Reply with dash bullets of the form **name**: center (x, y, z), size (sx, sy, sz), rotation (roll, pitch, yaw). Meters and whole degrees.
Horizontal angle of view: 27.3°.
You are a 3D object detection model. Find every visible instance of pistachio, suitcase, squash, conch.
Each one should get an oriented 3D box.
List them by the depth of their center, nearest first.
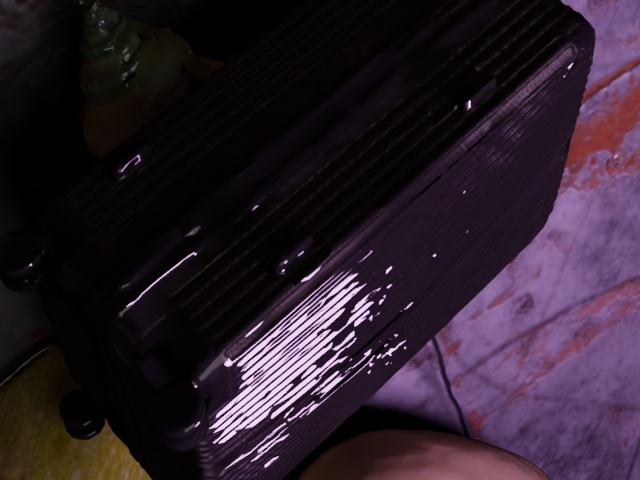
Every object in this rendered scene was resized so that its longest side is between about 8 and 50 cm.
- **suitcase**: center (0.000, 0.000, 0.767), size (0.335, 0.152, 0.229), rotation (-41, 158, -21)
- **conch**: center (-0.089, -0.071, 0.788), size (0.095, 0.079, 0.201), rotation (-33, 146, 13)
- **squash**: center (-0.128, 0.146, 0.871), size (0.184, 0.085, 0.192), rotation (-49, 131, -2)
- **pistachio**: center (0.083, 0.238, 0.993), size (0.299, 0.187, 0.187), rotation (6, 109, -40)
